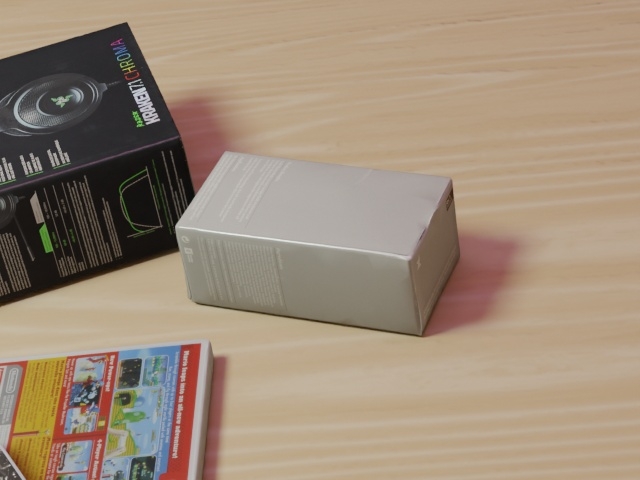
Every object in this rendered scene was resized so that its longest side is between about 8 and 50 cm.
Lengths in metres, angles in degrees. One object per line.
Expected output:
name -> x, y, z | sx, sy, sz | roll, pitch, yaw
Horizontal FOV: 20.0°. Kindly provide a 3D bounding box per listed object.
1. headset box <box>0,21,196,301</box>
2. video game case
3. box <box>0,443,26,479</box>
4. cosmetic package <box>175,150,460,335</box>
headset box -> -0.289, -0.074, 1.821 | 0.283, 0.131, 0.246 | -17, 38, -8
video game case -> -0.240, 0.173, 1.582 | 0.285, 0.025, 0.204 | -6, 38, 6
box -> -0.338, 0.251, 1.452 | 0.231, 0.056, 0.183 | -30, 48, -16
cosmetic package -> 0.000, 0.000, 1.688 | 0.238, 0.107, 0.127 | 11, 42, 21
